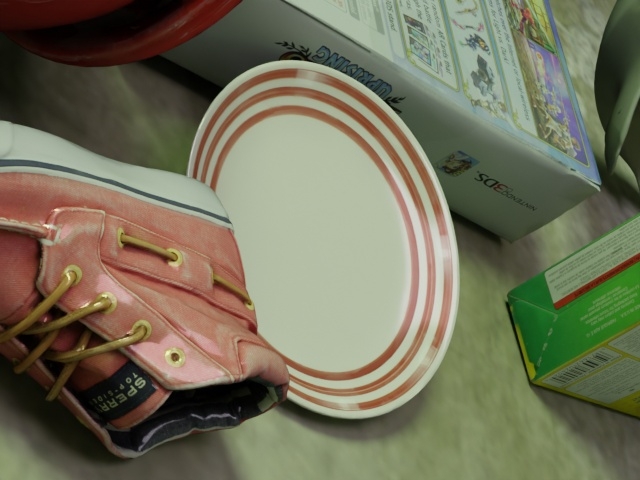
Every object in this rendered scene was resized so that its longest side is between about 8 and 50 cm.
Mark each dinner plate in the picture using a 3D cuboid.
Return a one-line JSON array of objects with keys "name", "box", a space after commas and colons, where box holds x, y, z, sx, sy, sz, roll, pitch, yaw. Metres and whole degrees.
[{"name": "dinner plate", "box": [0.000, 0.000, 0.700, 0.141, 0.017, 0.141, 18, 62, -39]}]

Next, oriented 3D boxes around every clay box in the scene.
[{"name": "clay box", "box": [0.207, 0.041, 0.860, 0.222, 0.127, 0.053, 19, 47, -45]}]

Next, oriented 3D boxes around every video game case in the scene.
[{"name": "video game case", "box": [0.006, -0.157, 0.835, 0.244, 0.061, 0.270, 24, 43, -40]}]

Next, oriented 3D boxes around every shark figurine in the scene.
[{"name": "shark figurine", "box": [0.171, -0.059, 0.909, 0.278, 0.166, 0.116, 84, 24, -52]}]

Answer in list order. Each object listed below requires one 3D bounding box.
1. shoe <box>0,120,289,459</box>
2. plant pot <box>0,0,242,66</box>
[{"name": "shoe", "box": [-0.077, 0.019, 0.558, 0.178, 0.063, 0.081, 9, 49, -55]}, {"name": "plant pot", "box": [-0.098, -0.152, 0.574, 0.174, 0.191, 0.191, 23, 44, -49]}]
